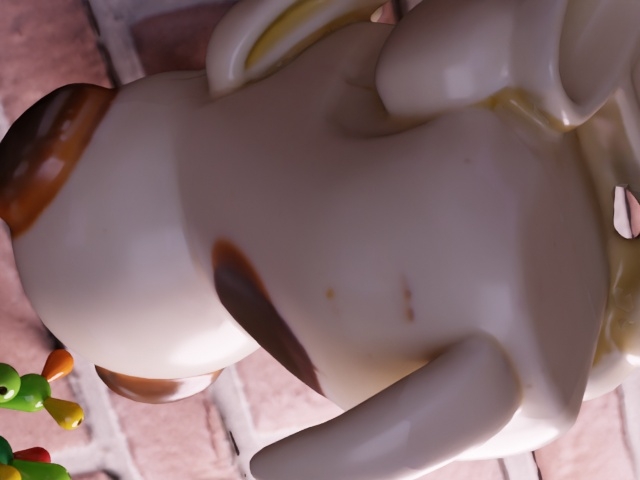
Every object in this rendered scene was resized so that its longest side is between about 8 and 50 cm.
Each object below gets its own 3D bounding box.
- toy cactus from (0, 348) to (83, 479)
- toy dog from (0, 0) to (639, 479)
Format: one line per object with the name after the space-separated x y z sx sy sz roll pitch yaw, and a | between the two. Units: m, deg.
-0.284 0.119 1.135 0.180 0.112 0.219 -30 120 36 | toy cactus
0.000 0.000 0.918 0.408 0.395 0.284 1 141 37 | toy dog
